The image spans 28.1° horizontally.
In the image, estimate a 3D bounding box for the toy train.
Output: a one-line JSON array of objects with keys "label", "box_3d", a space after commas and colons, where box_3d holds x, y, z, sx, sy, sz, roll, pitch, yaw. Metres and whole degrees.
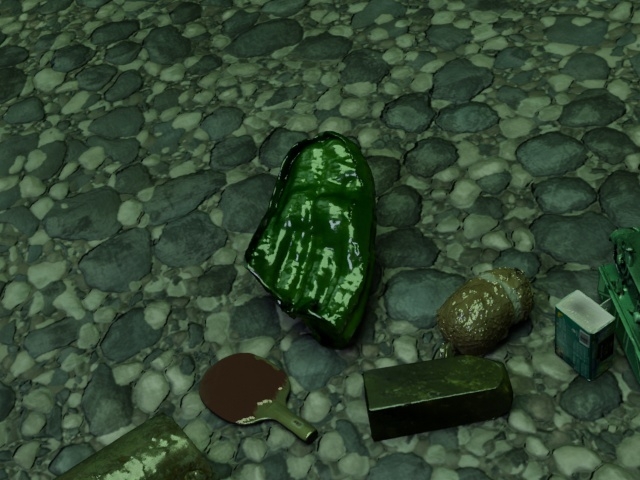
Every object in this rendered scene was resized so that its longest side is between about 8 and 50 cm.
[{"label": "toy train", "box_3d": [0.508, 0.098, 1.944, 0.115, 0.154, 0.269, -13, 43, 0]}]

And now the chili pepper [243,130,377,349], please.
[{"label": "chili pepper", "box_3d": [0.000, 0.006, 2.147, 0.213, 0.167, 0.385, -10, 54, 23]}]

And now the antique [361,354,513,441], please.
[{"label": "antique", "box_3d": [0.178, 0.232, 1.930, 0.221, 0.081, 0.080, -10, 46, 0]}]

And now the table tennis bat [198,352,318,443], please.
[{"label": "table tennis bat", "box_3d": [-0.093, 0.250, 2.012, 0.234, 0.022, 0.131, 30, 56, 36]}]

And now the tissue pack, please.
[{"label": "tissue pack", "box_3d": [0.410, 0.139, 1.953, 0.079, 0.111, 0.085, -30, 47, -20]}]

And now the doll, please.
[{"label": "doll", "box_3d": [0.242, 0.123, 2.016, 0.221, 0.115, 0.105, -39, 60, -17]}]

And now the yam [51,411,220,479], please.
[{"label": "yam", "box_3d": [-0.293, 0.378, 1.824, 0.304, 0.168, 0.168, -32, 47, -22]}]
